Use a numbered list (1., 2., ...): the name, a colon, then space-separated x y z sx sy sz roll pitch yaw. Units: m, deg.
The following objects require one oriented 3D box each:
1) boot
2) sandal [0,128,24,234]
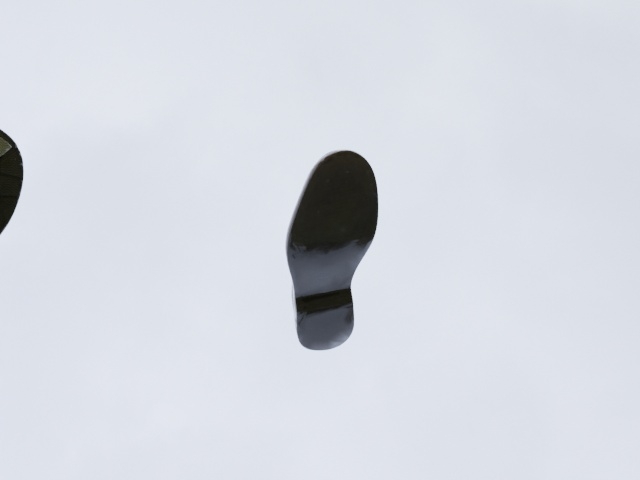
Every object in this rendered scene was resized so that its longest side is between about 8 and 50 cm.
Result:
1. boot: 0.000 0.000 0.867 0.112 0.305 0.115 -3 -140 -13
2. sandal: -0.406 0.012 0.648 0.120 0.086 0.302 36 -101 -47
